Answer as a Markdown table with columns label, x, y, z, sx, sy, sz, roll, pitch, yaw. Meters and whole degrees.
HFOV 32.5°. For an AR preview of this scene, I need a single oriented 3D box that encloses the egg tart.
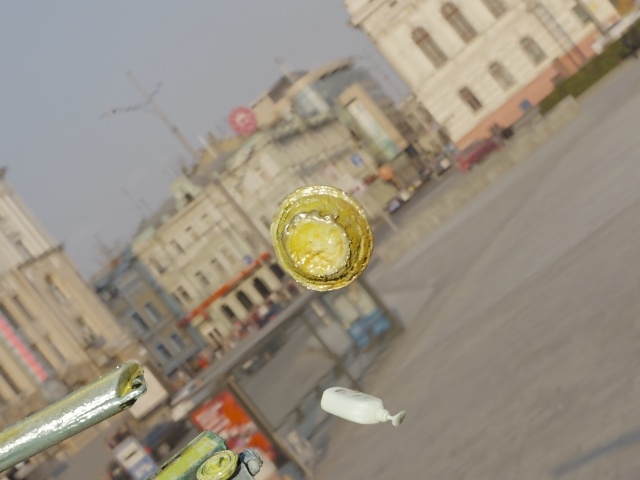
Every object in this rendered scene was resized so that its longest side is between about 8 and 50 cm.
| label | x | y | z | sx | sy | sz | roll | pitch | yaw |
| --- | --- | --- | --- | --- | --- | --- | --- | --- | --- |
| egg tart | 0.000 | 0.000 | 1.882 | 0.191 | 0.191 | 0.074 | -39 | 6 | 15 |

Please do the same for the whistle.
| label | x | y | z | sx | sy | sz | roll | pitch | yaw |
| --- | --- | --- | --- | --- | --- | --- | --- | --- | --- |
| whistle | -0.398 | 0.274 | 1.590 | 0.326 | 0.057 | 0.068 | -27 | 33 | -1 |

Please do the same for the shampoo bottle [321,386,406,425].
| label | x | y | z | sx | sy | sz | roll | pitch | yaw |
| --- | --- | --- | --- | --- | --- | --- | --- | --- | --- |
| shampoo bottle | 0.075 | 0.286 | 1.856 | 0.077 | 0.045 | 0.152 | 2 | 9 | -45 |

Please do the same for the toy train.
| label | x | y | z | sx | sy | sz | roll | pitch | yaw |
| --- | --- | --- | --- | --- | --- | --- | --- | --- | --- |
| toy train | -0.220 | 0.466 | 1.961 | 0.261 | 0.134 | 0.177 | -38 | 23 | -22 |
